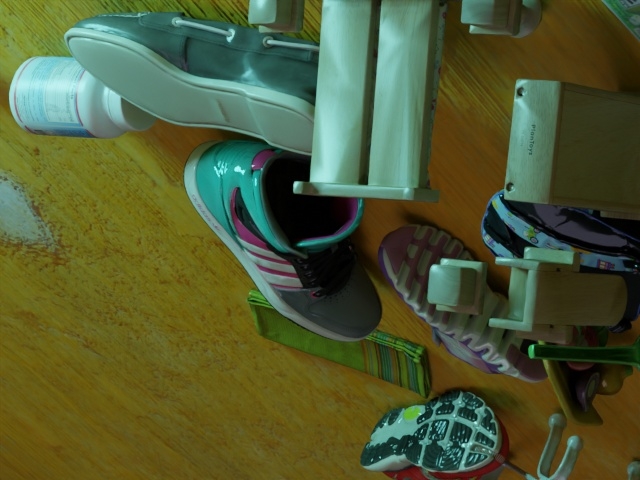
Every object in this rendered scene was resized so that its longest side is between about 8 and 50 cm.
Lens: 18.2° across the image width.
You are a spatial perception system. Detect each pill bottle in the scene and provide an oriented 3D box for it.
[{"bbox_3d":[-0.252,-0.154,2.155,0.160,0.087,0.087,6,143,36],"label":"pill bottle"}]

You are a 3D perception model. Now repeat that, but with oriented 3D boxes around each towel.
[{"bbox_3d":[0.022,0.128,2.422,0.237,0.021,0.102,18,148,20],"label":"towel"}]

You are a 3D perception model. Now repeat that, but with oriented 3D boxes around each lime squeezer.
[{"bbox_3d":[0.366,0.114,1.988,0.310,0.059,0.110,-4,-178,10],"label":"lime squeezer"}]

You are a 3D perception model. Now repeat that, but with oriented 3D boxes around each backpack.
[{"bbox_3d":[0.247,-0.015,1.891,0.173,0.117,0.158,25,151,8],"label":"backpack"}]

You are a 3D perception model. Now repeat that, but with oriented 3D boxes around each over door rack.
[{"bbox_3d":[0.337,0.310,2.359,0.239,0.108,0.324,33,166,-5],"label":"over door rack"}]

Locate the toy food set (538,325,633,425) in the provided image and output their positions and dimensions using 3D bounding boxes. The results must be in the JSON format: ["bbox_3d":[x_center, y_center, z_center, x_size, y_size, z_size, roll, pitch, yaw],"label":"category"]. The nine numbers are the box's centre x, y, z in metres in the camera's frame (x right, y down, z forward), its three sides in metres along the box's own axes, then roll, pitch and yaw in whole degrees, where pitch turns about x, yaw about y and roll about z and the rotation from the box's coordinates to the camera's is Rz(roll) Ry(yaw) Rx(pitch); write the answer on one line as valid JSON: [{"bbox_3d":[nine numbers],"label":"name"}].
[{"bbox_3d":[0.273,0.096,2.055,0.071,0.128,0.218,-11,131,22],"label":"toy food set"}]

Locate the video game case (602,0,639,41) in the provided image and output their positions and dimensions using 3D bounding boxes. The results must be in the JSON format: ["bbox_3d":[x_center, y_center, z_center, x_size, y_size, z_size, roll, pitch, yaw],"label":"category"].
[{"bbox_3d":[0.362,-0.163,1.650,0.212,0.023,0.193,44,148,-23],"label":"video game case"}]

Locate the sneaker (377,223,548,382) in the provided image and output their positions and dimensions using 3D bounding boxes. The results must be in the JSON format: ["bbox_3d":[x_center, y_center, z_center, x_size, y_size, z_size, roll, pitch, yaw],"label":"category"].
[{"bbox_3d":[0.146,0.075,2.161,0.236,0.095,0.104,38,158,-17],"label":"sneaker"}]

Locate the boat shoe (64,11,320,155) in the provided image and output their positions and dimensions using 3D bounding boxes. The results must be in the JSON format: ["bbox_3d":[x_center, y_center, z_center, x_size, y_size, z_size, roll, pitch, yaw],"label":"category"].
[{"bbox_3d":[-0.102,-0.173,2.007,0.335,0.095,0.112,20,149,28],"label":"boat shoe"}]

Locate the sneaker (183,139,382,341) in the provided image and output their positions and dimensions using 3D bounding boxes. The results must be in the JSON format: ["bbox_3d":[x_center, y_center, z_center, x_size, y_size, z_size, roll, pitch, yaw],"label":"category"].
[{"bbox_3d":[0.000,0.000,2.146,0.295,0.124,0.178,45,157,-24],"label":"sneaker"}]

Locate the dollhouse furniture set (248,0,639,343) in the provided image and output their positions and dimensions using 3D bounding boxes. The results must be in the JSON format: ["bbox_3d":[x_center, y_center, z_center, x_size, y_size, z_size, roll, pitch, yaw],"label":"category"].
[{"bbox_3d":[0.108,-0.076,1.821,0.355,0.303,0.174,6,-179,39],"label":"dollhouse furniture set"}]

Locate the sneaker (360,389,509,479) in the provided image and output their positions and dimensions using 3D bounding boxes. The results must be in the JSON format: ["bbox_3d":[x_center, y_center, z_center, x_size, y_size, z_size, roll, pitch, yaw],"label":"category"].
[{"bbox_3d":[0.162,0.255,2.437,0.118,0.107,0.279,31,162,-21],"label":"sneaker"}]
